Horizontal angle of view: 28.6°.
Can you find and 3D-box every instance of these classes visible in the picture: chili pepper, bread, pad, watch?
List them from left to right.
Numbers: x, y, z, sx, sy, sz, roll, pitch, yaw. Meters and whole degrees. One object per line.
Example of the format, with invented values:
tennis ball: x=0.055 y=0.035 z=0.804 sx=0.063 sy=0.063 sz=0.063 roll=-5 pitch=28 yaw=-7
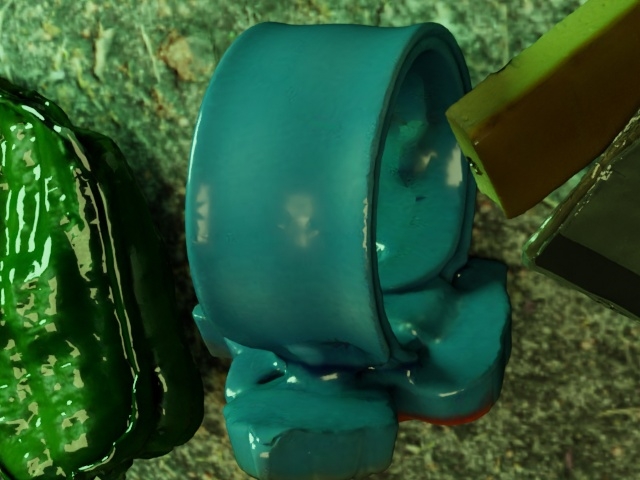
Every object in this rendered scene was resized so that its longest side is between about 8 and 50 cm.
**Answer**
chili pepper: x=-0.223 y=0.018 z=1.030 sx=0.213 sy=0.167 sz=0.385 roll=-22 pitch=89 yaw=12
watch: x=0.000 y=0.000 z=0.846 sx=0.241 sy=0.305 sz=0.275 roll=5 pitch=119 yaw=20
bread: x=0.188 y=-0.114 z=0.815 sx=0.226 sy=0.049 sz=0.088 roll=-37 pitch=131 yaw=-5
pad: x=0.273 y=0.004 z=0.846 sx=0.233 sy=0.022 sz=0.174 roll=28 pitch=120 yaw=-18
